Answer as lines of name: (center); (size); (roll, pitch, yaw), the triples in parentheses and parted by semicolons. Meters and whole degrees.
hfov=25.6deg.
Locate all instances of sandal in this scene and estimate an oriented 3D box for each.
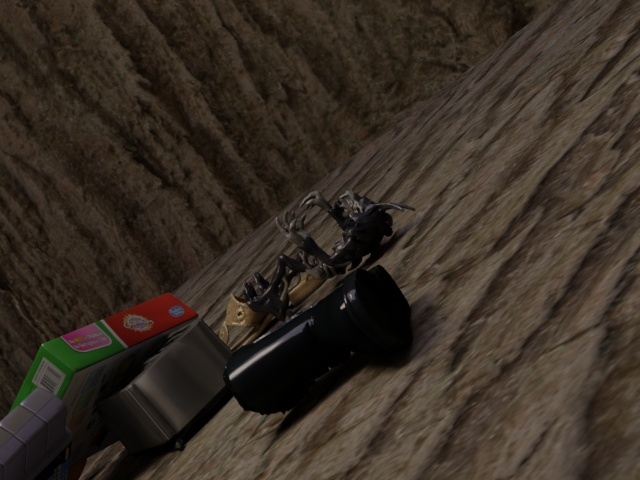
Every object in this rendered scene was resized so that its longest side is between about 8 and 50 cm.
sandal: (-0.106, 0.105, 2.222); (0.240, 0.079, 0.088); (-40, 7, 1)

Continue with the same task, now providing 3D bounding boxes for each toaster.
toaster: (-0.207, 0.210, 1.971); (0.168, 0.110, 0.186); (-45, 8, -29)

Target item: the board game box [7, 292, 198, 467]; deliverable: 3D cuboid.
board game box: (-0.329, 0.220, 2.044); (0.242, 0.064, 0.316); (-60, -17, 23)

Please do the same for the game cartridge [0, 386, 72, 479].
game cartridge: (-0.387, 0.352, 1.661); (0.230, 0.068, 0.355); (-41, -23, -39)

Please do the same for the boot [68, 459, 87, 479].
boot: (-0.412, 0.372, 2.089); (0.283, 0.109, 0.220); (-37, 8, -37)

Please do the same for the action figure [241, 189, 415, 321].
action figure: (0.000, 0.000, 2.080); (0.276, 0.141, 0.164); (-40, -5, 19)

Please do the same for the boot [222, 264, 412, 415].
boot: (-0.009, 0.119, 1.511); (0.207, 0.094, 0.246); (-36, 1, 8)
